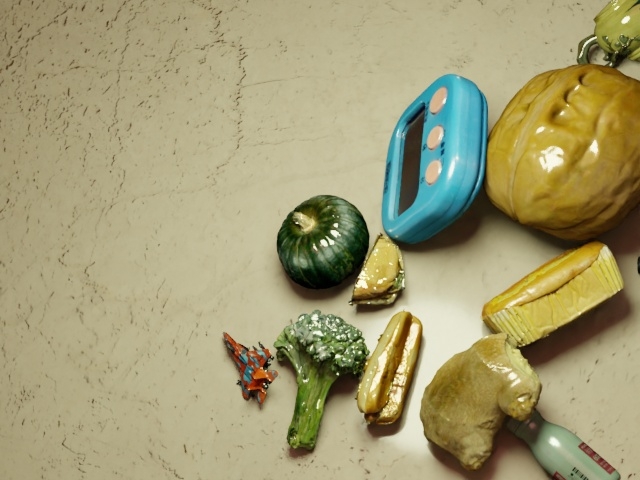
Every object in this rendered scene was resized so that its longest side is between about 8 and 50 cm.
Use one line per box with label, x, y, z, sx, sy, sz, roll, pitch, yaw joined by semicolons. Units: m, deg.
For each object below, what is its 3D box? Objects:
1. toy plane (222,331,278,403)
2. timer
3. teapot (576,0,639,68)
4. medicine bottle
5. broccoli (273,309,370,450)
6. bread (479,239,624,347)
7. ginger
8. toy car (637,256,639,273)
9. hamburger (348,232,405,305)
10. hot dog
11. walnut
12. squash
toy plane;-0.156;0.257;1.857;0.189;0.061;0.130;50;122;43
timer;0.244;-0.173;1.873;0.115;0.309;0.340;17;63;-20
teapot;0.729;-0.479;2.011;0.269;0.173;0.182;-43;94;15
medicine bottle;0.458;0.405;1.646;0.090;0.090;0.216;-43;63;-11
broccoli;-0.034;0.272;1.789;0.198;0.177;0.275;32;89;23
bread;0.471;0.112;1.761;0.288;0.152;0.119;-30;86;-3
ginger;0.315;0.309;1.662;0.221;0.130;0.276;12;85;44
toy car;0.695;0.099;1.763;0.080;0.070;0.171;1;63;11
hamburger;0.136;0.081;1.882;0.102;0.087;0.176;24;66;2
hot dog;0.145;0.257;1.775;0.072;0.109;0.269;-13;45;48
walnut;0.522;-0.190;1.796;0.354;0.308;0.398;22;69;38
squash;0.004;0.003;1.891;0.218;0.172;0.218;-4;61;8
